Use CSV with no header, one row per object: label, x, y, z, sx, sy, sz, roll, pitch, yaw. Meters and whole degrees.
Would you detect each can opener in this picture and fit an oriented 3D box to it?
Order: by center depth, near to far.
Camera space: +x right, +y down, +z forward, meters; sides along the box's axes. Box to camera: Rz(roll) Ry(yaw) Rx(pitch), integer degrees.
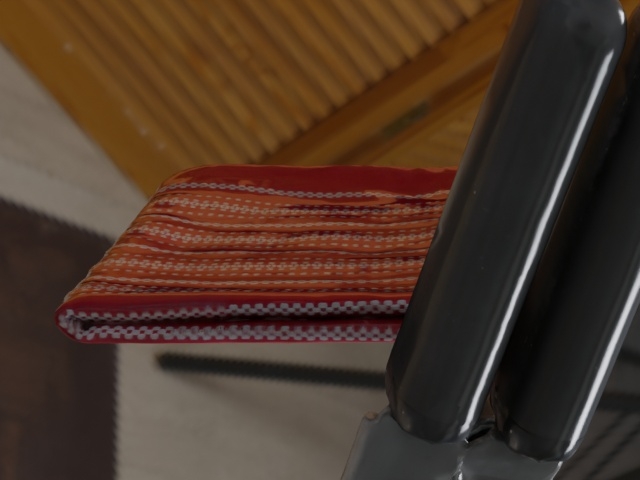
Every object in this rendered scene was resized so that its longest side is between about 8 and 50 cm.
can opener,0.057,0.032,0.665,0.076,0.283,0.095,11,27,-13

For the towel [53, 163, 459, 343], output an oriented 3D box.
towel,0.000,0.000,0.874,0.275,0.199,0.031,-70,158,-77
